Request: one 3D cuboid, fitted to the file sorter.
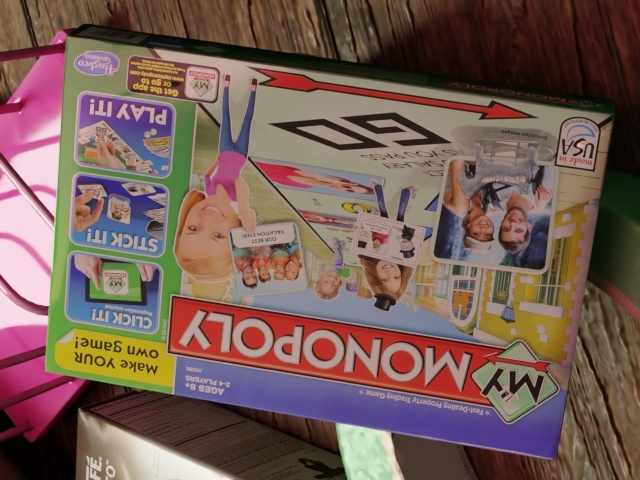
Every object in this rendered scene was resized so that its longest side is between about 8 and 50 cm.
[{"bbox_3d":[-0.257,0.016,1.299,0.202,0.182,0.291,49,120,12],"label":"file sorter"}]

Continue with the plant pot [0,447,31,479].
[{"bbox_3d":[-0.313,0.310,1.393,0.280,0.323,0.323,30,119,15],"label":"plant pot"}]

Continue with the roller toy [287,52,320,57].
[{"bbox_3d":[-0.041,-0.020,1.136,0.191,0.209,0.146,-44,70,49],"label":"roller toy"}]

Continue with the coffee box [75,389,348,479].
[{"bbox_3d":[-0.069,0.216,1.271,0.246,0.098,0.141,17,110,37],"label":"coffee box"}]

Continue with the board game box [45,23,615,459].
[{"bbox_3d":[0.000,0.000,0.999,0.317,0.046,0.214,9,107,7],"label":"board game box"}]

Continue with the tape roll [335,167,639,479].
[{"bbox_3d":[0.153,0.115,1.075,0.321,0.077,0.321,11,107,39],"label":"tape roll"}]
